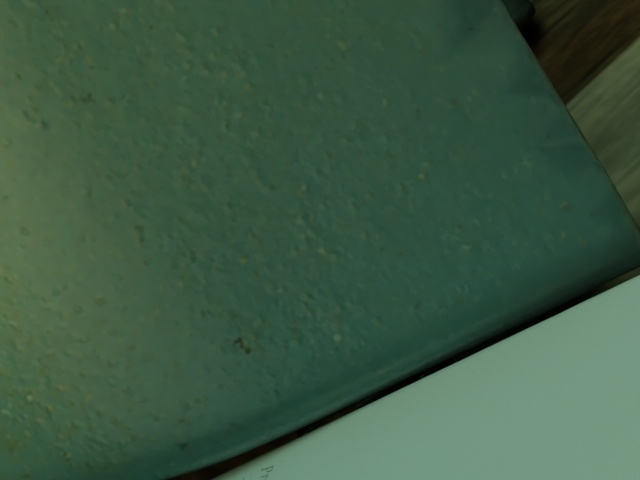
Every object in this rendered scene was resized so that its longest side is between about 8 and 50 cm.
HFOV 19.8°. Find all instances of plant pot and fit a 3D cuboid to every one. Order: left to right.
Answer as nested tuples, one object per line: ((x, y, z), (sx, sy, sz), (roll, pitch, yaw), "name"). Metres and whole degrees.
((-0.084, -0.057, 0.606), (0.252, 0.247, 0.248), (-32, 16, 4), "plant pot")

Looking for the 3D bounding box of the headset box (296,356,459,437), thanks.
((0.019, 0.053, 0.664), (0.062, 0.032, 0.083), (-34, 22, 1), "headset box")

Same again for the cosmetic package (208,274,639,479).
((0.029, 0.104, 0.497), (0.231, 0.085, 0.117), (-25, 26, 17), "cosmetic package")

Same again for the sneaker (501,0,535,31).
((0.000, -0.153, 0.954), (0.109, 0.130, 0.286), (-44, 24, -14), "sneaker")
